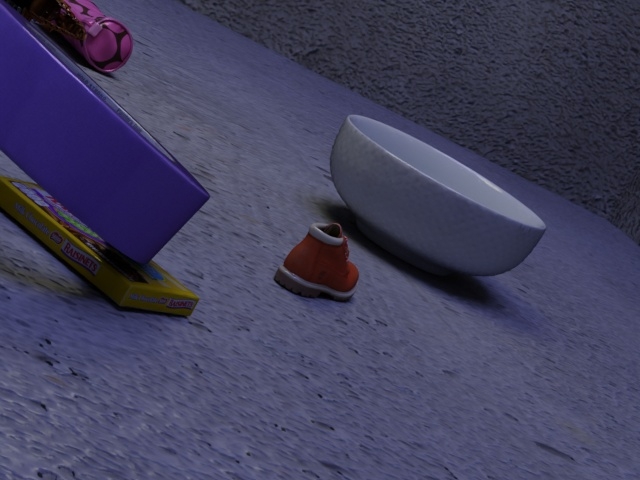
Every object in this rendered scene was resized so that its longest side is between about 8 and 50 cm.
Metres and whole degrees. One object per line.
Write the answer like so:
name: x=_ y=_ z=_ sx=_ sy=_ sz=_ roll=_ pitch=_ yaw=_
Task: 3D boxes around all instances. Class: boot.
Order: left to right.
boot: x=0.014 y=0.021 z=1.777 sx=0.059 sy=0.084 sz=0.158 roll=32 pitch=10 yaw=23

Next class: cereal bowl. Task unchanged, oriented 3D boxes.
cereal bowl: x=0.155 y=-0.045 z=2.263 sx=0.339 sy=0.141 sz=0.339 roll=27 pitch=11 yaw=-6

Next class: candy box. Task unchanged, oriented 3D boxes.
candy box: x=-0.214 y=0.005 z=1.439 sx=0.206 sy=0.027 sz=0.105 roll=36 pitch=10 yaw=31

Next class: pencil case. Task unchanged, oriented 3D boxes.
pencil case: x=-0.374 y=-0.341 z=2.409 sx=0.209 sy=0.095 sz=0.098 roll=39 pitch=-20 yaw=47

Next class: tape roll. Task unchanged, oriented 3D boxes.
tape roll: x=-0.228 y=-0.102 z=1.390 sx=0.275 sy=0.090 sz=0.275 roll=43 pitch=1 yaw=-1

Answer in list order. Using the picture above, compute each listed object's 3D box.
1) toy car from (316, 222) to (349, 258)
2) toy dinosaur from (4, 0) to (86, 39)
toy car: x=0.000 y=0.000 z=1.942 sx=0.060 sy=0.040 sz=0.122 roll=21 pitch=14 yaw=-33
toy dinosaur: x=-0.445 y=-0.388 z=2.218 sx=0.322 sy=0.164 sz=0.218 roll=15 pitch=-13 yaw=26
